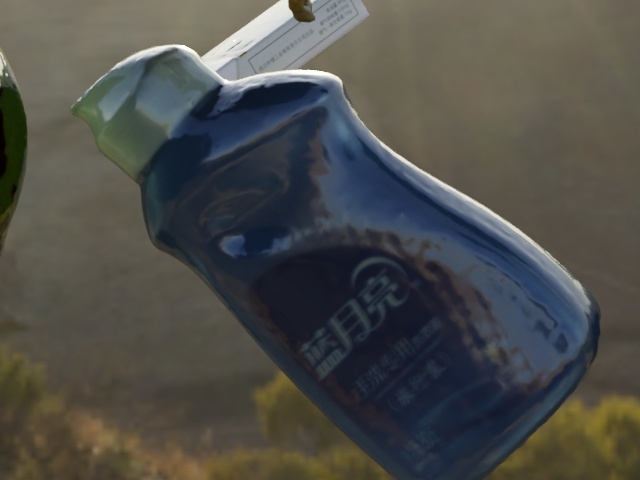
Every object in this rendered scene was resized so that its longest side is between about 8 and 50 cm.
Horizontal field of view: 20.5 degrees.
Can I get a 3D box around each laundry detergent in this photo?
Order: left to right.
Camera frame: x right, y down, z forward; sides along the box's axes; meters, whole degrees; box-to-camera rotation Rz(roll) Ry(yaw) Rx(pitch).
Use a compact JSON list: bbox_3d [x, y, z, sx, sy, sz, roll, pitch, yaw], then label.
[{"bbox_3d":[0.000,0.000,0.924,0.290,0.143,0.094,39,28,-3],"label":"laundry detergent"}]

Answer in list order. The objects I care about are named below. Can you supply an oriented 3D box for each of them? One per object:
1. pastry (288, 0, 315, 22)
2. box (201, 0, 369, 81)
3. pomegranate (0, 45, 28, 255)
[{"bbox_3d":[-0.086,-0.214,0.885,0.250,0.102,0.154,33,34,2],"label":"pastry"},{"bbox_3d":[-0.046,-0.132,1.281,0.154,0.040,0.084,-38,21,-27],"label":"box"},{"bbox_3d":[-0.251,-0.033,0.819,0.254,0.254,0.270,-13,52,-36],"label":"pomegranate"}]
